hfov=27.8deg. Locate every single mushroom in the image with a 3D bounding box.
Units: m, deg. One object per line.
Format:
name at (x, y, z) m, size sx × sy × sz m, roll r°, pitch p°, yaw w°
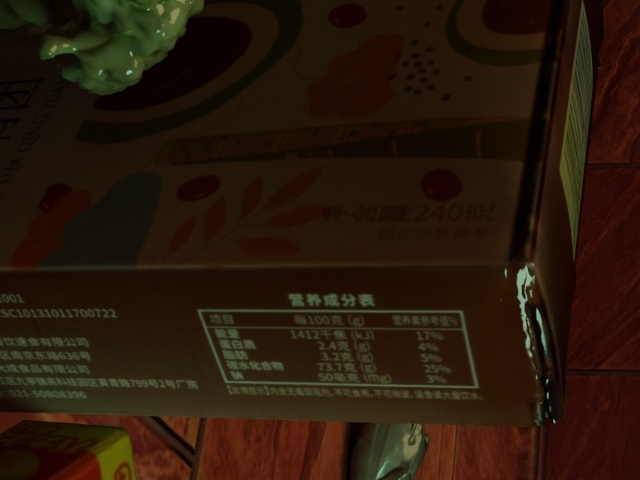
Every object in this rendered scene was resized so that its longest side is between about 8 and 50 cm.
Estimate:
mushroom at (0.077, 0.331, 1.617) m, size 0.096 × 0.099 × 0.278 m, roll 19°, pitch 75°, yaw -57°

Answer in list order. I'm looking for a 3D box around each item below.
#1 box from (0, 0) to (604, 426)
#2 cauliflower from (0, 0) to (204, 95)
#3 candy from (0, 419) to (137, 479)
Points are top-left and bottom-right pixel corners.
box at (-0.033, -0.060, 0.797) m, size 0.345 × 0.385 × 0.122 m, roll -72°, pitch 154°, yaw -44°
cauliflower at (-0.144, -0.241, 0.676) m, size 0.281 × 0.260 × 0.327 m, roll 24°, pitch 45°, yaw -75°
candy at (-0.201, 0.212, 0.694) m, size 0.276 × 0.088 × 0.146 m, roll -34°, pitch 122°, yaw -60°
